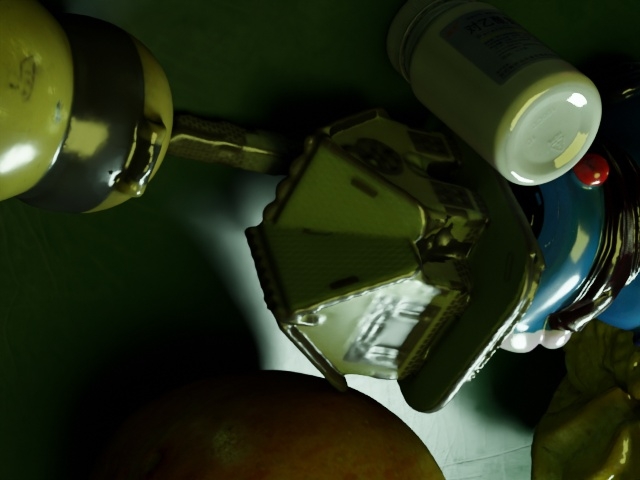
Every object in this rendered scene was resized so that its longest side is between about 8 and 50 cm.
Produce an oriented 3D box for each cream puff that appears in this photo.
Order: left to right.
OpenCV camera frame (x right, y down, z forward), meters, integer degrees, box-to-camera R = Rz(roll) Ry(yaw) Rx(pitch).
[{"bbox_3d":[0.339,0.188,1.569,0.274,0.323,0.270,-41,115,-32],"label":"cream puff"}]

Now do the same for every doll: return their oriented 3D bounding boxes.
[{"bbox_3d":[0.280,-0.025,1.391,0.310,0.284,0.240,0,164,-40],"label":"doll"}]

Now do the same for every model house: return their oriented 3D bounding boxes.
[{"bbox_3d":[0.000,0.000,1.242,0.278,0.218,0.205,11,128,-30],"label":"model house"}]

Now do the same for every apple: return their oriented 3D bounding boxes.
[{"bbox_3d":[-0.039,0.271,1.321,0.339,0.339,0.340,-18,131,-22],"label":"apple"}]

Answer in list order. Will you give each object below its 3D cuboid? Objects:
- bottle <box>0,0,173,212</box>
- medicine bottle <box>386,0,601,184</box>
[{"bbox_3d":[-0.259,-0.103,1.014,0.351,0.171,0.171,11,115,-41],"label":"bottle"},{"bbox_3d":[0.138,-0.132,1.246,0.102,0.187,0.103,-18,130,-22],"label":"medicine bottle"}]
